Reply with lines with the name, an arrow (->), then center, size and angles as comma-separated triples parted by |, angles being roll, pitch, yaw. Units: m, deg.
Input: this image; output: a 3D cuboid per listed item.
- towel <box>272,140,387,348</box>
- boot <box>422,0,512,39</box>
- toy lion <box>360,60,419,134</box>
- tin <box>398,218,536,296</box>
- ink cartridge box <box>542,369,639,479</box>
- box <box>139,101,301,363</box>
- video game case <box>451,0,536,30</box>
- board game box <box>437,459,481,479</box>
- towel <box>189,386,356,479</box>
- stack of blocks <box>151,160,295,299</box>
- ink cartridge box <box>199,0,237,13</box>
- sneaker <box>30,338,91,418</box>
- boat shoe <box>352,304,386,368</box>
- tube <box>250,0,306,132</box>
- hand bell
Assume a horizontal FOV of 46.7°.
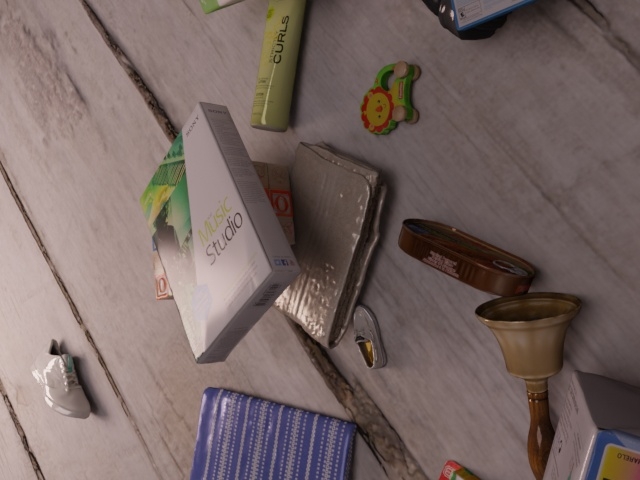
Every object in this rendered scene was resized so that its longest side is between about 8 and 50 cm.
towel -> 0.000, 0.000, 1.139 | 0.187, 0.049, 0.282 | 32, 111, 43
boot -> 0.141, -0.531, 0.978 | 0.445, 0.146, 0.367 | 50, 118, 32
toy lion -> 0.097, -0.205, 1.079 | 0.096, 0.034, 0.100 | 5, 94, 47
tin -> 0.186, 0.021, 0.959 | 0.189, 0.106, 0.040 | 28, 116, 36
ink cartridge box -> 0.281, 0.357, 0.741 | 0.151, 0.270, 0.396 | 16, 96, 14
box -> -0.164, -0.013, 1.107 | 0.232, 0.058, 0.322 | -50, 52, 35
video game case -> 0.190, -0.340, 0.845 | 0.119, 0.015, 0.166 | -11, 92, 47
board game box -> 0.243, 0.410, 0.964 | 0.259, 0.039, 0.124 | 31, 108, 38
towel -> -0.091, 0.388, 1.225 | 0.335, 0.040, 0.243 | 4, 84, 38
stack of blocks -> -0.168, -0.007, 1.224 | 0.297, 0.087, 0.171 | -18, 74, 47
ink cartridge box -> -0.092, -0.471, 1.057 | 0.353, 0.119, 0.207 | 9, 123, 60
sneaker -> -0.551, 0.293, 1.588 | 0.212, 0.080, 0.094 | 37, 101, 34
boat shoe -> 0.066, 0.144, 1.101 | 0.035, 0.035, 0.100 | -26, 75, 37
tube -> -0.068, -0.298, 1.195 | 0.070, 0.062, 0.240 | 9, 91, 4
hand bell -> 0.267, 0.196, 0.911 | 0.126, 0.126, 0.242 | -2, 101, 39
